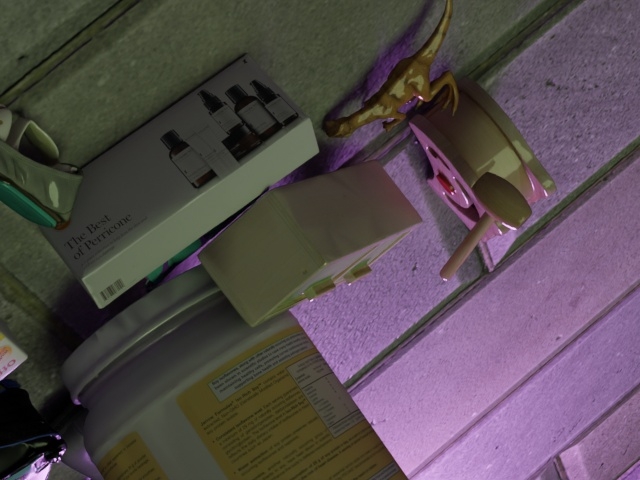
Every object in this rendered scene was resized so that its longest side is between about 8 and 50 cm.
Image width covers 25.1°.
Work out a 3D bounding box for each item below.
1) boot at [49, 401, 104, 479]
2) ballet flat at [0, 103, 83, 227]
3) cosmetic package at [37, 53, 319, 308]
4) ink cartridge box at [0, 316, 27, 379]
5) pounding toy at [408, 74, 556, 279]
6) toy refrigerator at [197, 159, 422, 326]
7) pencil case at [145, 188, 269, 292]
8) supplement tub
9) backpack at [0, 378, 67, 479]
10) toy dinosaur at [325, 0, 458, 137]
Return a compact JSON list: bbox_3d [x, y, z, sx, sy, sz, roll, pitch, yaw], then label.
[{"bbox_3d":[-0.147,0.281,1.558,0.118,0.223,0.338,-44,152,4],"label":"boot"},{"bbox_3d":[-0.255,-0.073,1.118,0.068,0.072,0.213,-68,154,-10],"label":"ballet flat"},{"bbox_3d":[-0.127,-0.055,1.253,0.239,0.099,0.060,-37,149,-11],"label":"cosmetic package"},{"bbox_3d":[-0.319,0.077,1.200,0.092,0.090,0.143,-39,151,-5],"label":"ink cartridge box"},{"bbox_3d":[0.140,-0.063,1.516,0.155,0.154,0.269,-39,178,-3],"label":"pounding toy"},{"bbox_3d":[0.000,0.000,1.393,0.102,0.094,0.269,-40,173,22],"label":"toy refrigerator"},{"bbox_3d":[-0.122,-0.024,1.334,0.151,0.064,0.070,-41,170,-3],"label":"pencil case"},{"bbox_3d":[-0.076,0.207,1.380,0.241,0.331,0.241,-34,172,-6],"label":"supplement tub"},{"bbox_3d":[-0.346,0.219,1.336,0.173,0.117,0.158,-14,141,-42],"label":"backpack"},{"bbox_3d":[0.094,-0.165,1.413,0.211,0.064,0.112,-50,150,14],"label":"toy dinosaur"}]
